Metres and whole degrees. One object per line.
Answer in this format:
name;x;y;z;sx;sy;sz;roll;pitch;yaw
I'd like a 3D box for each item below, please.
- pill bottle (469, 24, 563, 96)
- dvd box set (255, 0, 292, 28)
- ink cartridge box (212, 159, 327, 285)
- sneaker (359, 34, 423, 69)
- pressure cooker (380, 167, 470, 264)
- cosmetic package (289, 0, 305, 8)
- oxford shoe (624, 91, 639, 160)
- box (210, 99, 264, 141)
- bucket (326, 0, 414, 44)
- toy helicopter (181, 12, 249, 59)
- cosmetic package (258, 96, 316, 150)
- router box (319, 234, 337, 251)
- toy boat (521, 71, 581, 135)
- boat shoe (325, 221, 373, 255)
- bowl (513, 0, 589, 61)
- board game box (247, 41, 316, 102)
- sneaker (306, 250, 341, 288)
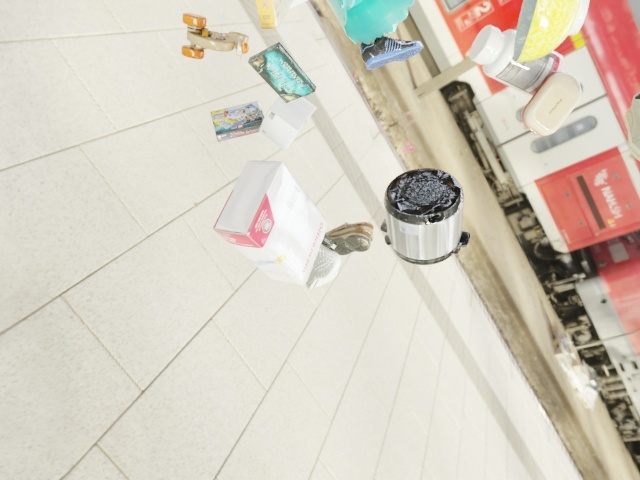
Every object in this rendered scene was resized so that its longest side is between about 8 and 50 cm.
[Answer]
pill bottle;0.741;-0.691;1.639;0.318;0.176;0.176;19;48;-13
dvd box set;-0.158;-0.912;1.281;0.420;0.062;0.308;79;18;-49
ink cartridge box;-0.122;-0.041;1.186;0.306;0.131;0.226;53;52;-51
sneaker;0.247;-0.674;1.494;0.232;0.081;0.091;-22;88;-16
pressure cooker;0.492;-0.089;2.067;0.370;0.375;0.420;-119;-171;-45
cosmetic package;0.009;-1.099;1.618;0.162;0.453;0.230;58;-7;17
oxford shoe;1.023;-0.340;1.279;0.449;0.169;0.130;-64;158;-45
box;-0.372;-0.545;1.954;0.044;0.233;0.159;86;-13;-60
bucket;0.158;-0.827;1.435;0.281;0.281;0.183;-3;58;-56
toy helicopter;-0.357;-0.771;1.647;0.234;0.140;0.355;18;31;8
cosmetic package;-0.142;-0.522;1.840;0.151;0.151;0.184;35;56;-8
router box;0.000;0.000;1.613;0.092;0.122;0.038;36;80;-18
toy boat;0.844;-0.512;1.598;0.151;0.231;0.151;32;15;-13
boat shoe;0.116;-0.015;1.868;0.122;0.324;0.120;42;63;-29
bowl;0.707;-0.691;1.299;0.289;0.156;0.290;10;90;-79
board game box;-0.117;-0.512;1.324;0.186;0.126;0.026;38;55;-42
sneaker;0.022;0.094;1.459;0.094;0.235;0.090;-4;69;-26
